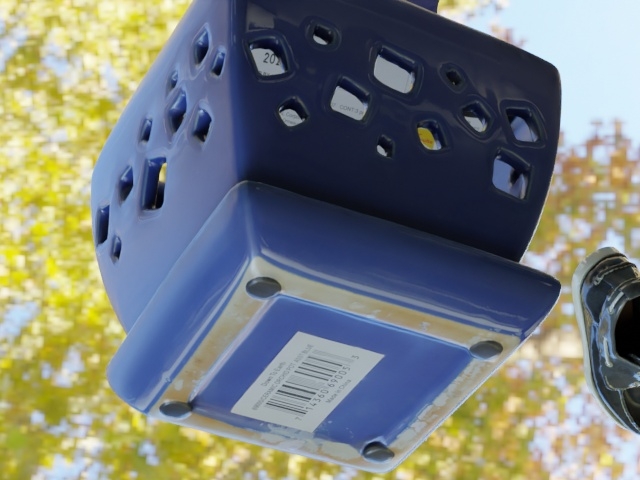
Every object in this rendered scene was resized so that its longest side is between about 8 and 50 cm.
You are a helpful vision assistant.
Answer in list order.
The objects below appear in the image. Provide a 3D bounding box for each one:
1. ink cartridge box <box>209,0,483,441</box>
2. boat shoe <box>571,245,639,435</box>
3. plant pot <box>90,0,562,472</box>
[{"bbox_3d":[0.018,-0.045,1.383,0.151,0.270,0.395,-86,10,-84],"label":"ink cartridge box"},{"bbox_3d":[0.305,0.114,1.468,0.084,0.079,0.233,-34,-52,-15],"label":"boat shoe"},{"bbox_3d":[0.000,0.000,0.922,0.236,0.236,0.212,17,-132,-22],"label":"plant pot"}]
